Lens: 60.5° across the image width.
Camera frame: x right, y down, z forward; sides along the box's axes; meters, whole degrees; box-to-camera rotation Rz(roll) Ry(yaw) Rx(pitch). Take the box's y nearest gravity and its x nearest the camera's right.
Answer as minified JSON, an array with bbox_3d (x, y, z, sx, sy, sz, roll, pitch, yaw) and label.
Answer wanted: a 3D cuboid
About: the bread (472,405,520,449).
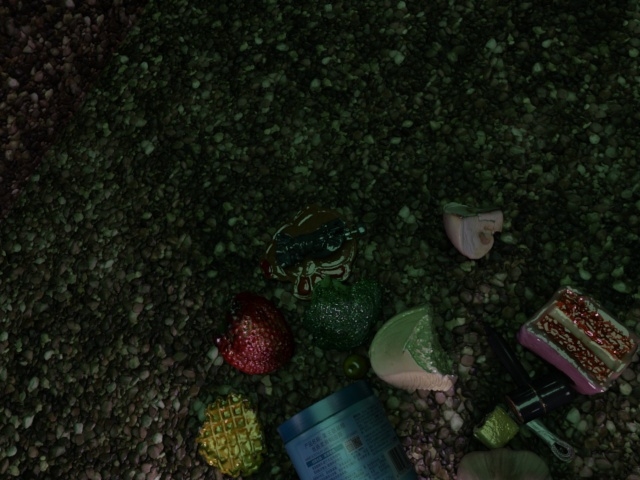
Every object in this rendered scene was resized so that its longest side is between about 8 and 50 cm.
[{"bbox_3d":[0.563,0.613,1.771,0.125,0.082,0.106,-41,80,-14],"label":"bread"}]

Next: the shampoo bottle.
[{"bbox_3d":[0.084,0.663,1.709,0.331,0.331,0.343,-30,71,0],"label":"shampoo bottle"}]

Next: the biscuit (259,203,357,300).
[{"bbox_3d":[-0.048,0.049,2.070,0.380,0.074,0.359,-23,68,-1],"label":"biscuit"}]

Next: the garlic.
[{"bbox_3d":[0.555,0.774,1.640,0.321,0.241,0.322,10,112,26],"label":"garlic"}]

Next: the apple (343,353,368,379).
[{"bbox_3d":[0.121,0.441,1.908,0.089,0.074,0.090,0,90,23],"label":"apple"}]

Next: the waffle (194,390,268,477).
[{"bbox_3d":[-0.304,0.675,1.919,0.280,0.060,0.262,25,79,16],"label":"waffle"}]

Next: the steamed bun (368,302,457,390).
[{"bbox_3d":[0.310,0.346,1.808,0.273,0.290,0.273,-6,58,17],"label":"steamed bun"}]

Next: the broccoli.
[{"bbox_3d":[0.076,0.237,1.875,0.307,0.308,0.275,-24,49,2],"label":"broccoli"}]

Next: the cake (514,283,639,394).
[{"bbox_3d":[0.810,0.317,1.742,0.309,0.230,0.237,42,87,18],"label":"cake"}]

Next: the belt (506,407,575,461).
[{"bbox_3d":[0.708,0.610,1.758,0.232,0.053,0.071,38,93,20],"label":"belt"}]

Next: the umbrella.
[{"bbox_3d":[-0.001,-0.003,1.993,0.348,0.094,0.144,-15,75,3],"label":"umbrella"}]

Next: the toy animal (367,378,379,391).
[{"bbox_3d":[0.166,0.503,1.903,0.084,0.050,0.028,17,110,-21],"label":"toy animal"}]

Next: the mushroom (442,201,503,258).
[{"bbox_3d":[0.524,-0.040,1.969,0.236,0.174,0.162,-9,22,-30],"label":"mushroom"}]

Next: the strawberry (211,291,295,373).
[{"bbox_3d":[-0.220,0.329,1.938,0.288,0.250,0.239,24,43,-5],"label":"strawberry"}]

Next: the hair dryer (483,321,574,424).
[{"bbox_3d":[0.646,0.400,1.795,0.189,0.107,0.352,-25,54,0],"label":"hair dryer"}]
